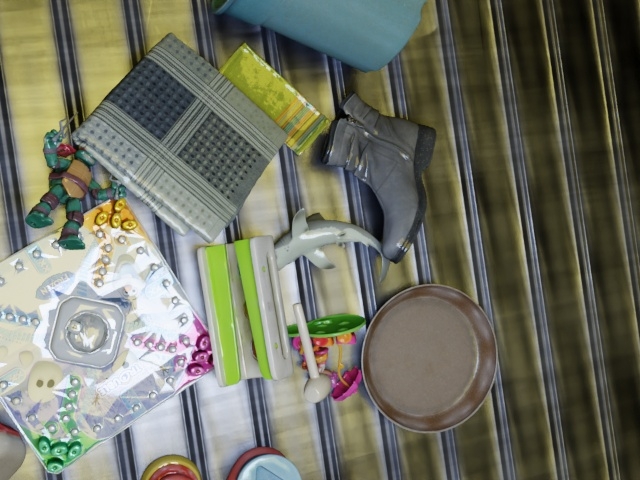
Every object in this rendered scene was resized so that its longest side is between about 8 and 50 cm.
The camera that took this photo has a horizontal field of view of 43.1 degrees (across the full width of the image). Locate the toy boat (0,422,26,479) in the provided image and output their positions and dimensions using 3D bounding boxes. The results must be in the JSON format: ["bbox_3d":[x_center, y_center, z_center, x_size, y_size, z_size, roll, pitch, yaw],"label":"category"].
[{"bbox_3d":[-0.645,0.395,1.414,0.151,0.151,0.231,38,76,19],"label":"toy boat"}]

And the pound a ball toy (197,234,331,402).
[{"bbox_3d":[-0.095,0.150,1.546,0.208,0.135,0.319,-11,88,19],"label":"pound a ball toy"}]

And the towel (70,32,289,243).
[{"bbox_3d":[-0.252,-0.190,1.534,0.324,0.056,0.312,40,58,-13],"label":"towel"}]

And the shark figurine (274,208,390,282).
[{"bbox_3d":[0.025,-0.014,1.637,0.278,0.116,0.166,0,122,-9],"label":"shark figurine"}]

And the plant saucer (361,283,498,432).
[{"bbox_3d":[0.226,0.247,1.711,0.310,0.050,0.311,1,87,-17],"label":"plant saucer"}]

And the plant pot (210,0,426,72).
[{"bbox_3d":[0.015,-0.506,1.544,0.334,0.341,0.341,25,81,-23],"label":"plant pot"}]

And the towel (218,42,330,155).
[{"bbox_3d":[-0.097,-0.286,1.645,0.237,0.021,0.102,42,77,-11],"label":"towel"}]

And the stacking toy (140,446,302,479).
[{"bbox_3d":[-0.176,0.545,1.539,0.308,0.130,0.280,-5,90,-16],"label":"stacking toy"}]

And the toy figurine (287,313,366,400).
[{"bbox_3d":[0.016,0.245,1.626,0.173,0.130,0.159,-8,100,5],"label":"toy figurine"}]

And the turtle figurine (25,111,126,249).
[{"bbox_3d":[-0.444,-0.107,1.477,0.175,0.118,0.234,28,55,-24],"label":"turtle figurine"}]

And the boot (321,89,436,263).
[{"bbox_3d":[0.099,-0.127,1.632,0.222,0.118,0.338,20,57,-14],"label":"boot"}]

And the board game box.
[{"bbox_3d":[-0.435,0.173,1.513,0.390,0.050,0.390,-33,97,-15],"label":"board game box"}]
